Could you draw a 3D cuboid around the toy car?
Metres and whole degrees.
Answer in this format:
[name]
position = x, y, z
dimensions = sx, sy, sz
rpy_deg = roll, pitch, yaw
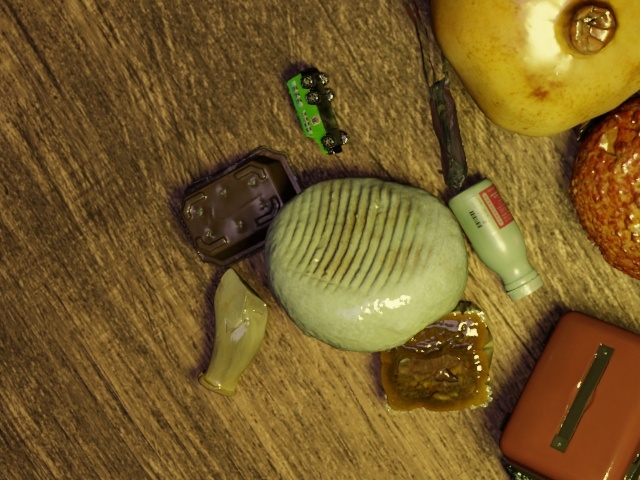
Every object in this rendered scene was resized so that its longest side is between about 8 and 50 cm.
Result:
[toy car]
position = -0.005, -0.234, 1.878
dimensions = 0.062, 0.071, 0.165
rpy_deg = -18, 93, 29

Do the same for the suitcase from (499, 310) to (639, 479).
[suitcase]
position = 0.459, 0.289, 1.724
dimensions = 0.236, 0.161, 0.297
rpy_deg = 22, 76, 32

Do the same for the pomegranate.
[pomegranate]
position = 0.378, -0.366, 1.610
dimensions = 0.416, 0.416, 0.417
rpy_deg = 2, 97, 13

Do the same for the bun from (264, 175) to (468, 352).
[bun]
position = 0.077, 0.045, 1.783
dimensions = 0.362, 0.211, 0.362
rpy_deg = -4, 54, 6

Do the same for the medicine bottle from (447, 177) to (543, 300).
[medicine bottle]
position = 0.316, 0.000, 1.821
dimensions = 0.090, 0.090, 0.217
rpy_deg = -30, 91, 14

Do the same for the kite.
[kite]
position = 0.206, -0.262, 1.776
dimensions = 0.022, 0.204, 0.360
rpy_deg = -12, 88, -6

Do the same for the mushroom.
[mushroom]
position = -0.163, 0.182, 1.952
dimensions = 0.108, 0.096, 0.247
rpy_deg = 11, 103, -14

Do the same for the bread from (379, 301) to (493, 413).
[bread]
position = 0.211, 0.216, 1.862
dimensions = 0.210, 0.110, 0.192
rpy_deg = -4, 97, 13

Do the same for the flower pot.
[flower pot]
position = -0.156, -0.061, 1.917
dimensions = 0.251, 0.084, 0.179
rpy_deg = -27, 86, 14

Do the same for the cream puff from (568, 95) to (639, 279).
[cream puff]
position = 0.582, -0.083, 1.664
dimensions = 0.350, 0.228, 0.350
rpy_deg = 0, 110, 1

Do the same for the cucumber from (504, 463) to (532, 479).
[cucumber]
position = 0.457, 0.547, 1.835
dimensions = 0.096, 0.096, 0.359
rpy_deg = -29, 83, 14
